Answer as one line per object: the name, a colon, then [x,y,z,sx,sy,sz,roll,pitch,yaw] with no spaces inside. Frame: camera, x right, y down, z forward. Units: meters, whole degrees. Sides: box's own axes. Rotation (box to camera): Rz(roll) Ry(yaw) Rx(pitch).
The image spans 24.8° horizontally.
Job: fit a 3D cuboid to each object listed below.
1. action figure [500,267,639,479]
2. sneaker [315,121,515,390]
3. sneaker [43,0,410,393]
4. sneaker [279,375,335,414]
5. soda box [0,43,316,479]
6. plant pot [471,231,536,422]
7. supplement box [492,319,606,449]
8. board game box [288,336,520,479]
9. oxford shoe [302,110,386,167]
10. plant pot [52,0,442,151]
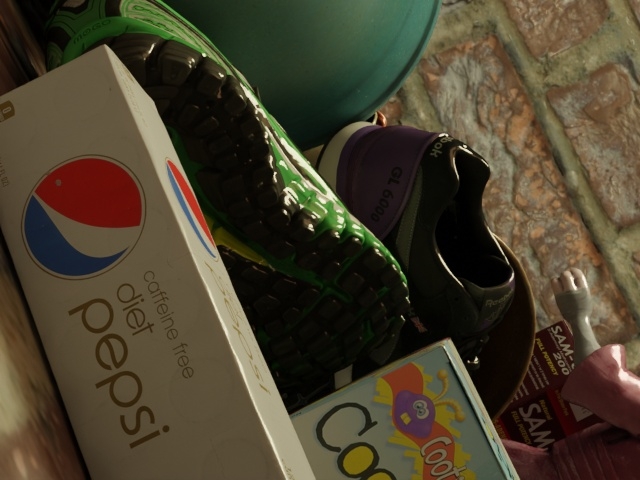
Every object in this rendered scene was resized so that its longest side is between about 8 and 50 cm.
action figure: [0.224,0.208,1.239,0.248,0.370,0.276,53,14,-22]
sneaker: [0.078,0.058,1.036,0.124,0.107,0.283,9,-60,41]
sneaker: [-0.050,-0.029,0.894,0.343,0.134,0.146,59,5,-45]
sneaker: [-0.001,0.134,1.128,0.073,0.063,0.162,-162,-128,-79]
soda box: [-0.075,0.030,0.612,0.216,0.074,0.069,65,4,22]
plant pot: [0.043,0.050,1.279,0.215,0.215,0.230,62,-7,-22]
supplement box: [0.158,0.186,1.425,0.130,0.239,0.073,59,6,-47]
board game box: [0.043,0.152,0.863,0.144,0.142,0.275,64,4,6]
oxford shoe: [0.020,-0.069,1.451,0.348,0.130,0.123,49,16,-53]
plant pot: [-0.072,-0.214,0.972,0.272,0.271,0.255,65,10,15]
